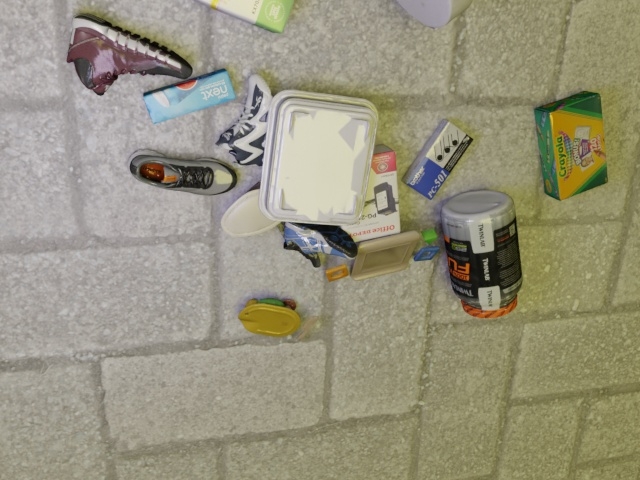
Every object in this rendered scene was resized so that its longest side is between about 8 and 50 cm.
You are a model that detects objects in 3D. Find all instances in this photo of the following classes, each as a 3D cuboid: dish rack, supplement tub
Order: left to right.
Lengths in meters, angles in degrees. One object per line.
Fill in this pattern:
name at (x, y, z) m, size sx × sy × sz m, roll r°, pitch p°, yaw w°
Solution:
dish rack at (0.003, -0.193, 1.544) m, size 0.286 × 0.072 × 0.332 m, roll 3°, pitch 108°, yaw -17°
supplement tub at (0.470, 0.041, 1.792) m, size 0.207 × 0.207 × 0.338 m, roll -18°, pitch 113°, yaw -8°

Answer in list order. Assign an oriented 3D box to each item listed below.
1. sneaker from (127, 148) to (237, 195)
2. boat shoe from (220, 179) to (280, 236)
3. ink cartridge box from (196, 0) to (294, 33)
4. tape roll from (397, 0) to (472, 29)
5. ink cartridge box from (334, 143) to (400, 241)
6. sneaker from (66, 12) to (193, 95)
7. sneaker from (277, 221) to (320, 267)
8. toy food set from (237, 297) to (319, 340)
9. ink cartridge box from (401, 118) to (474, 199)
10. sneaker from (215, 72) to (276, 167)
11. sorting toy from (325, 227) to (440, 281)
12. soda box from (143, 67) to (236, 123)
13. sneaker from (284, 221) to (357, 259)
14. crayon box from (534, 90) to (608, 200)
sneaker at (-0.342, -0.158, 1.549) m, size 0.272 × 0.108 × 0.100 m, roll 6°, pitch 107°, yaw -19°
boat shoe at (-0.119, -0.123, 1.628) m, size 0.324 × 0.097 × 0.116 m, roll -34°, pitch 115°, yaw -1°
ink cartridge box at (-0.223, -0.629, 1.393) m, size 0.353 × 0.119 × 0.207 m, roll 16°, pitch 106°, yaw -20°
tape roll at (0.189, -0.647, 1.354) m, size 0.072 × 0.392 × 0.392 m, roll -38°, pitch 115°, yaw 0°
ink cartridge box at (0.118, -0.125, 1.690) m, size 0.172 × 0.100 × 0.237 m, roll -12°, pitch 113°, yaw -10°
sneaker at (-0.451, -0.397, 1.440) m, size 0.281 × 0.106 × 0.162 m, roll 23°, pitch 108°, yaw -11°
sneaker at (-0.064, 0.010, 1.722) m, size 0.089 × 0.051 × 0.170 m, roll -20°, pitch 110°, yaw -7°
toy food set at (-0.128, 0.211, 1.776) m, size 0.218 × 0.071 × 0.128 m, roll 14°, pitch 130°, yaw -18°
ink cartridge box at (0.327, -0.226, 1.740) m, size 0.097 × 0.046 × 0.207 m, roll 30°, pitch 100°, yaw -22°
sneaker at (-0.193, -0.288, 1.545) m, size 0.153 × 0.094 × 0.235 m, roll -16°, pitch 124°, yaw -18°
sorting toy at (0.176, 0.036, 1.768) m, size 0.348 × 0.047 × 0.196 m, roll -13°, pitch 150°, yaw -11°
soda box at (-0.318, -0.351, 1.503) m, size 0.210 × 0.067 × 0.071 m, roll -20°, pitch 114°, yaw -8°
sneaker at (0.000, 0.000, 1.650) m, size 0.211 × 0.080 × 0.081 m, roll 26°, pitch 125°, yaw 9°
crayon box at (0.734, -0.276, 1.812) m, size 0.165 × 0.081 × 0.278 m, roll -21°, pitch 114°, yaw -7°
